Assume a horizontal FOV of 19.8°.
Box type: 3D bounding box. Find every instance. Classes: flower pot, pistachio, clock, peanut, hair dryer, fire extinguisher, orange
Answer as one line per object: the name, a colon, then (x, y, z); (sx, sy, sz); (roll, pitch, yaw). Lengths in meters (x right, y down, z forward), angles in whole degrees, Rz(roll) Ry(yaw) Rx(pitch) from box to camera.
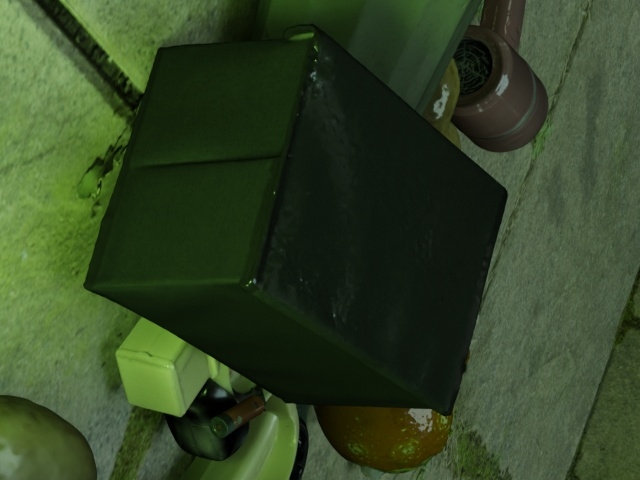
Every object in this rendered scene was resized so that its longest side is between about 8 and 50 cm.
flower pot: (0.057, -0.254, 1.820); (0.290, 0.290, 0.259); (-16, 130, -65)
pistachio: (-0.258, 0.190, 1.537); (0.185, 0.108, 0.126); (51, 36, -54)
clock: (-0.105, 0.185, 1.915); (0.276, 0.120, 0.379); (-54, 146, -44)
peanut: (0.127, -0.137, 2.272); (0.103, 0.098, 0.229); (-89, 177, -52)
hair dryer: (0.232, -0.309, 2.419); (0.210, 0.125, 0.352); (30, 67, -66)
fire extinguisher: (-0.078, 0.167, 1.807); (0.083, 0.022, 0.028); (-28, 92, -52)
orange: (0.080, 0.159, 2.249); (0.158, 0.179, 0.237); (57, 43, -42)

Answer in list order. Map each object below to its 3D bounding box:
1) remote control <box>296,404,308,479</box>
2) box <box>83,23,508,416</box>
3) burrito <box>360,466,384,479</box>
remote control: (-0.048, 0.182, 2.143); (0.123, 0.038, 0.285); (-30, 131, -60)
box: (-0.015, -0.007, 1.709); (0.345, 0.204, 0.251); (37, 61, -47)
burrito: (0.080, 0.231, 2.464); (0.064, 0.064, 0.203); (-38, 141, -56)
